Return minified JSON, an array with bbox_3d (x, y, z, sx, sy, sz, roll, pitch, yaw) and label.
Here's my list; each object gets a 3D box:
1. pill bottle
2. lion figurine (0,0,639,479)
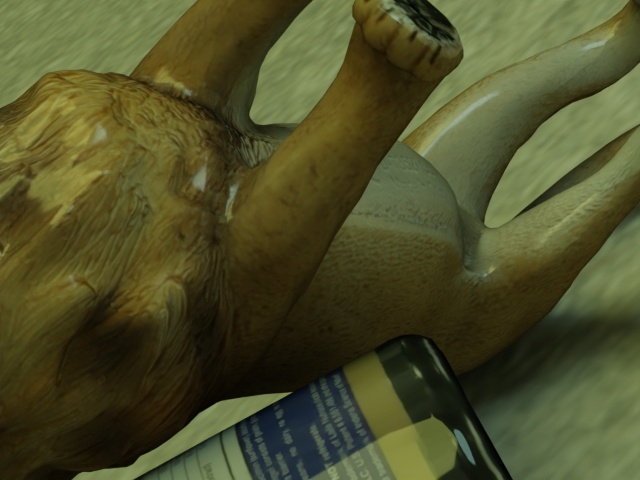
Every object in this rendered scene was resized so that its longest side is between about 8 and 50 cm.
[{"bbox_3d":[-0.035,0.129,0.599,0.219,0.123,0.123,-29,30,1],"label":"pill bottle"},{"bbox_3d":[0.000,0.000,0.678,0.240,0.392,0.142,-51,52,25],"label":"lion figurine"}]
